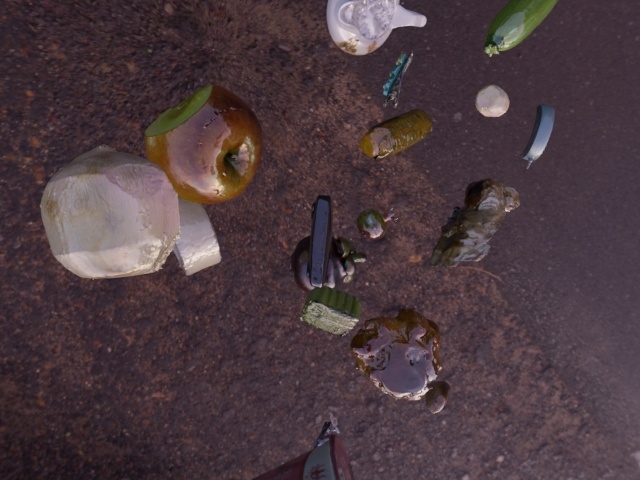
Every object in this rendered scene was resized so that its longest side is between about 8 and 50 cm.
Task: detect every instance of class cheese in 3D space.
[{"bbox_3d":[-0.498,-0.028,1.610,0.153,0.292,0.332,-24,162,-23],"label":"cheese"}]

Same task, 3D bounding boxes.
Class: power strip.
[{"bbox_3d":[0.729,-0.348,1.432,0.044,0.137,0.215,14,106,8],"label":"power strip"}]

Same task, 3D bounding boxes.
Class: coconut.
[{"bbox_3d":[-0.294,-0.042,0.611,0.195,0.194,0.194,-5,115,-12],"label":"coconut"},{"bbox_3d":[0.679,-0.547,1.683,0.122,0.116,0.116,0,119,-52],"label":"coconut"}]

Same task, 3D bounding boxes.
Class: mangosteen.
[{"bbox_3d":[0.015,0.107,1.929,0.312,0.311,0.310,-5,115,-12],"label":"mangosteen"}]

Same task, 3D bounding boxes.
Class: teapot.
[{"bbox_3d":[0.121,-0.556,1.031,0.298,0.139,0.204,-23,135,-33],"label":"teapot"}]

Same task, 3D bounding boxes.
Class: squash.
[{"bbox_3d":[0.558,-0.627,1.137,0.395,0.107,0.107,-50,117,-14],"label":"squash"}]

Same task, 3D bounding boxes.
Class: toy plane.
[{"bbox_3d":[0.019,0.700,1.476,0.054,0.197,0.078,-17,111,37],"label":"toy plane"}]

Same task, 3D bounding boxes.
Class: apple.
[{"bbox_3d":[-0.378,-0.315,1.379,0.375,0.374,0.383,8,114,-17],"label":"apple"}]

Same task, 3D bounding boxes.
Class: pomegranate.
[{"bbox_3d":[0.223,-0.070,1.686,0.160,0.129,0.129,-15,116,-3],"label":"pomegranate"}]

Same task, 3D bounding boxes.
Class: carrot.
[{"bbox_3d":[0.168,-0.235,0.951,0.173,0.082,0.082,-29,121,-31],"label":"carrot"}]

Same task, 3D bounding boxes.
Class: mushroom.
[{"bbox_3d":[0.448,0.579,1.624,0.094,0.210,0.072,-33,82,21],"label":"mushroom"}]

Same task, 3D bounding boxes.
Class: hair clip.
[{"bbox_3d":[0.186,-0.397,1.037,0.049,0.049,0.172,31,69,-24],"label":"hair clip"}]

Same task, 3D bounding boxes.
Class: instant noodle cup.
[{"bbox_3d":[-0.023,0.427,0.614,0.179,0.234,0.234,-20,117,1],"label":"instant noodle cup"}]

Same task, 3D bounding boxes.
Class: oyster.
[{"bbox_3d":[0.296,-0.036,0.843,0.233,0.161,0.107,-42,100,-13],"label":"oyster"}]

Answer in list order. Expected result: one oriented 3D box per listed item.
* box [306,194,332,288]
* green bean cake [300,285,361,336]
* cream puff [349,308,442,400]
[{"bbox_3d":[0.000,0.000,1.411,0.073,0.289,0.289,5,93,1],"label":"box"},{"bbox_3d":[0.039,0.281,1.701,0.215,0.113,0.200,24,142,-7],"label":"green bean cake"},{"bbox_3d":[0.208,0.300,1.106,0.241,0.155,0.268,-19,112,-4],"label":"cream puff"}]
